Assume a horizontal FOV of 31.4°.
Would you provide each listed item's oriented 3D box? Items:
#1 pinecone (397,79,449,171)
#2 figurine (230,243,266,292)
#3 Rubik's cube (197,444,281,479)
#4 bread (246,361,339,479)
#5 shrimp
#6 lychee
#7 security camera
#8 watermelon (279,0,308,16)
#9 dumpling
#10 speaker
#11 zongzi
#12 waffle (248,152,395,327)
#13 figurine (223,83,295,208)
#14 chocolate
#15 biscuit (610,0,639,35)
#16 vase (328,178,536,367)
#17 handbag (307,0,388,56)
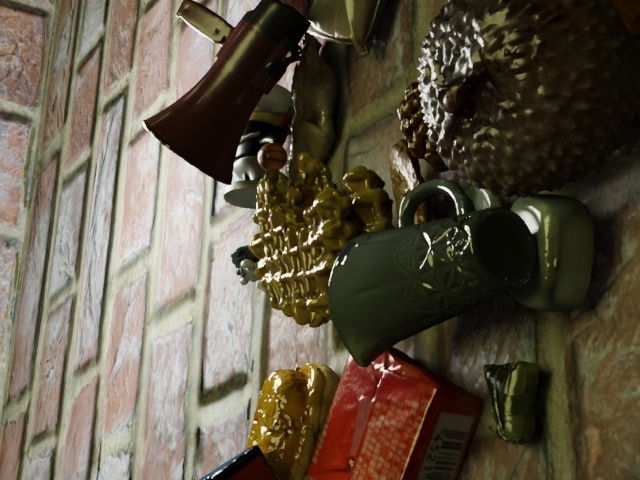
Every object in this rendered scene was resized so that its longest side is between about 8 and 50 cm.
[{"bbox_3d":[0.190,-0.175,1.639,0.173,0.173,0.174,-33,49,49],"label":"pinecone"},{"bbox_3d":[-0.124,0.052,2.106,0.094,0.086,0.082,-42,44,42],"label":"figurine"},{"bbox_3d":[-0.174,0.519,1.671,0.293,0.283,0.288,57,134,8],"label":"Rubik's cube"},{"bbox_3d":[-0.041,0.305,1.790,0.198,0.120,0.236,150,133,-73],"label":"bread"},{"bbox_3d":[0.153,-0.030,1.660,0.152,0.063,0.287,81,173,-54],"label":"shrimp"},{"bbox_3d":[0.259,-0.199,1.395,0.300,0.300,0.300,-33,49,49],"label":"lychee"},{"bbox_3d":[0.262,0.006,1.502,0.301,0.080,0.157,-162,74,-71],"label":"security camera"},{"bbox_3d":[-0.071,-0.468,2.264,0.180,0.081,0.094,-54,-12,-43],"label":"watermelon"},{"bbox_3d":[-0.010,-0.255,2.065,0.166,0.086,0.332,93,-179,-71],"label":"dumpling"},{"bbox_3d":[-0.173,-0.295,2.063,0.329,0.198,0.259,-58,35,1],"label":"speaker"},{"bbox_3d":[0.237,0.212,1.469,0.119,0.055,0.109,158,121,-68],"label":"zongzi"},{"bbox_3d":[0.000,0.000,1.832,0.324,0.151,0.261,-158,66,-65],"label":"waffle"},{"bbox_3d":[-0.115,-0.192,2.161,0.176,0.133,0.236,-26,56,54],"label":"figurine"},{"bbox_3d":[0.102,0.279,1.603,0.235,0.108,0.237,26,100,59],"label":"chocolate"},{"bbox_3d":[0.436,-0.446,1.221,0.395,0.166,0.343,-29,46,20],"label":"biscuit"},{"bbox_3d":[0.147,0.029,1.475,0.301,0.156,0.251,-23,52,58],"label":"vase"},{"bbox_3d":[0.067,-0.464,2.009,0.182,0.117,0.270,22,95,46],"label":"handbag"}]
